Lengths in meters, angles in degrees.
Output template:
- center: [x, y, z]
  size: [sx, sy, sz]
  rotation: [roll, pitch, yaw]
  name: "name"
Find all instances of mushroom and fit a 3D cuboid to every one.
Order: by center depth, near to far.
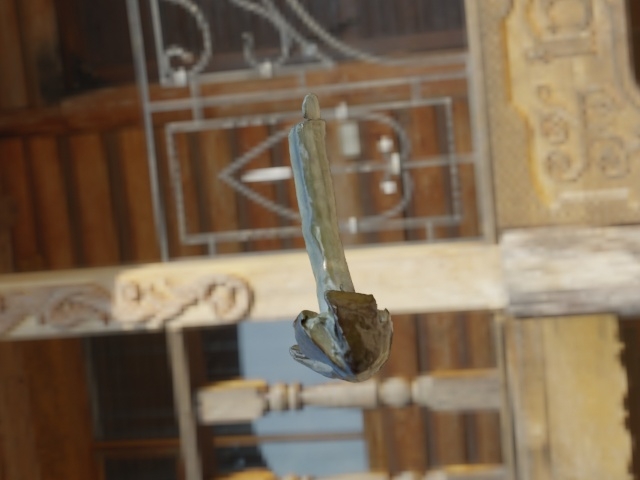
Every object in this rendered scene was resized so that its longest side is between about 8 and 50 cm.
- center: [0.000, 0.000, 0.970]
  size: [0.060, 0.061, 0.187]
  rotation: [-42, 57, 59]
  name: "mushroom"
